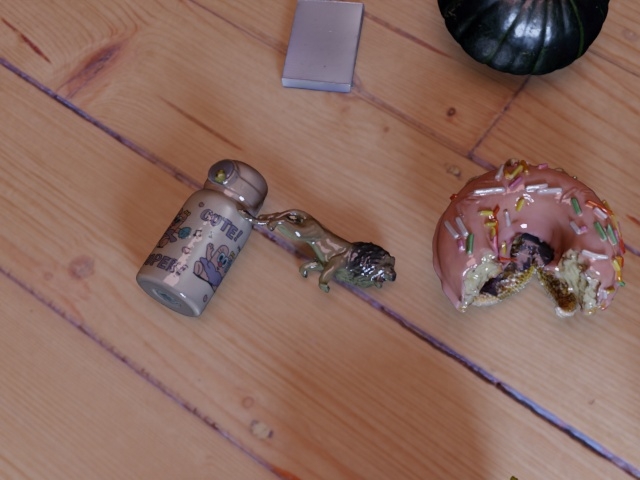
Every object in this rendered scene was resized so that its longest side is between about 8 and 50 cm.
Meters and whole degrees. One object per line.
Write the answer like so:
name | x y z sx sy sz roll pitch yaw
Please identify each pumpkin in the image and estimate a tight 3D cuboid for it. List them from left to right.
pumpkin | 0.285 -0.354 1.355 0.250 0.216 0.249 0 89 -7

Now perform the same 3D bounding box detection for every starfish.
starfish | 0.260 0.006 1.263 0.216 0.071 0.238 -31 56 -4

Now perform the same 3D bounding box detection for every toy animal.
toy animal | -0.010 0.014 1.261 0.220 0.069 0.086 25 83 -8

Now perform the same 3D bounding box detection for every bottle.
bottle | -0.148 -0.014 1.274 0.097 0.110 0.209 18 66 28

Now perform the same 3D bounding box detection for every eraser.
eraser | 0.006 -0.289 1.444 0.104 0.023 0.150 6 65 8

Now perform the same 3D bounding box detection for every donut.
donut | 0.253 -0.010 1.191 0.233 0.085 0.199 -1 60 4

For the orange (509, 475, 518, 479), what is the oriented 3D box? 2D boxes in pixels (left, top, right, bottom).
orange | 0.106 0.335 1.047 0.237 0.179 0.158 -1 61 2
